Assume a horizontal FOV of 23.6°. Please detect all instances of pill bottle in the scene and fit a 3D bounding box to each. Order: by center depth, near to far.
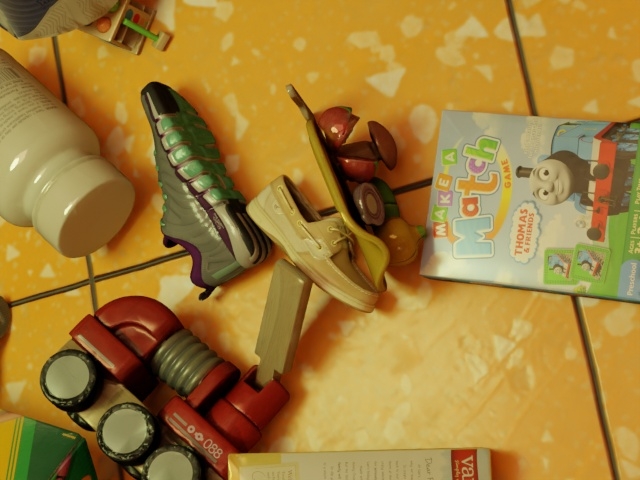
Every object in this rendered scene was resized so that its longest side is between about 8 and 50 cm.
[{"bbox_3d":[-0.303,-0.089,1.586,0.229,0.131,0.131,41,99,24],"label":"pill bottle"}]

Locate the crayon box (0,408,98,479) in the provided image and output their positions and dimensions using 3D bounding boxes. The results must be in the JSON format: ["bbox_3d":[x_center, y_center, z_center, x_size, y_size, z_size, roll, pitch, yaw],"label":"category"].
[{"bbox_3d":[-0.376,0.236,1.478,0.278,0.081,0.165,13,45,24],"label":"crayon box"}]

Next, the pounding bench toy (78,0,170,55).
[{"bbox_3d":[-0.205,-0.227,1.599,0.083,0.065,0.052,24,92,25],"label":"pounding bench toy"}]

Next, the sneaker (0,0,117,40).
[{"bbox_3d":[-0.249,-0.344,1.584,0.315,0.127,0.182,-40,48,-18],"label":"sneaker"}]

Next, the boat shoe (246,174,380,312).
[{"bbox_3d":[0.000,0.000,1.474,0.170,0.063,0.059,43,103,22],"label":"boat shoe"}]

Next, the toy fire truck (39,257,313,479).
[{"bbox_3d":[-0.121,0.116,1.482,0.217,0.158,0.246,40,79,19],"label":"toy fire truck"}]

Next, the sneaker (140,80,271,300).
[{"bbox_3d":[-0.143,-0.052,1.538,0.098,0.083,0.224,-37,70,20],"label":"sneaker"}]

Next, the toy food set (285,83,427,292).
[{"bbox_3d":[0.044,-0.062,1.435,0.071,0.128,0.218,-24,69,5],"label":"toy food set"}]

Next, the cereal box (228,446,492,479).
[{"bbox_3d":[0.038,0.275,1.381,0.240,0.047,0.173,-1,81,2],"label":"cereal box"}]

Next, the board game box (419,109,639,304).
[{"bbox_3d":[0.204,-0.032,1.401,0.211,0.039,0.160,6,85,26],"label":"board game box"}]

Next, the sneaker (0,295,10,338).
[{"bbox_3d":[-0.382,0.127,1.623,0.061,0.054,0.152,-2,55,37],"label":"sneaker"}]
